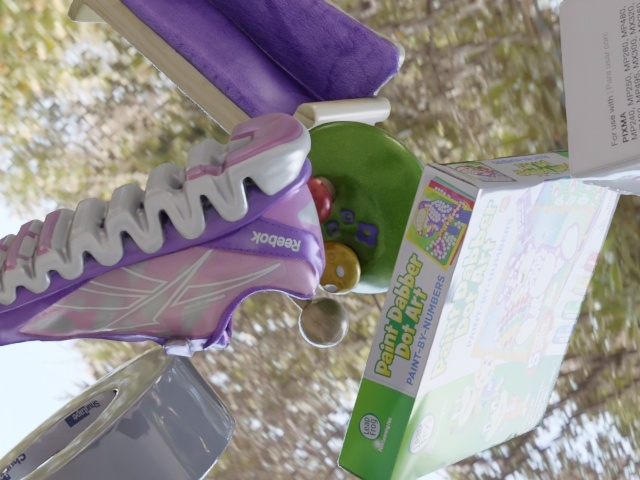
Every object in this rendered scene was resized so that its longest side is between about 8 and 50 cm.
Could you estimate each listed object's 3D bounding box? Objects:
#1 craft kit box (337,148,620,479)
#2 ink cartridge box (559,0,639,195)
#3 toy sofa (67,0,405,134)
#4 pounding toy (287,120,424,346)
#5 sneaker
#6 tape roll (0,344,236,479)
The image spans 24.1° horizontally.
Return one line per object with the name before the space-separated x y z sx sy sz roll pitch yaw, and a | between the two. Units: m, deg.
craft kit box | 0.132 0.054 1.183 0.061 0.246 0.250 28 -68 34
ink cartridge box | 0.257 -0.088 0.715 0.237 0.172 0.100 -16 -109 46
toy sofa | -0.095 -0.226 1.653 0.362 0.150 0.177 43 -61 23
pounding toy | 0.000 0.000 1.485 0.183 0.110 0.237 46 -53 5
sneaker | -0.098 0.024 0.811 0.236 0.104 0.095 -23 -160 9
tape roll | -0.167 0.167 1.061 0.219 0.219 0.072 -38 -82 -1
